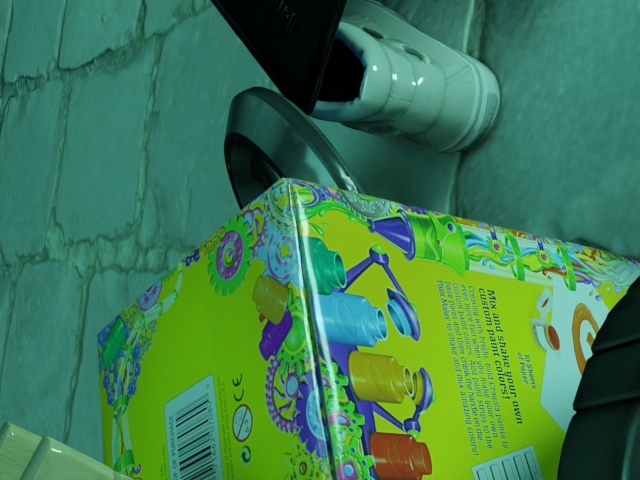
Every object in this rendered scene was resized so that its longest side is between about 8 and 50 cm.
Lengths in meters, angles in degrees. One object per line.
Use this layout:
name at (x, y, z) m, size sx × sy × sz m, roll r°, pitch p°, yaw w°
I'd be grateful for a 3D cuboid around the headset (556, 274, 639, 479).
headset at (0.233, 0.025, 0.315) m, size 0.394 × 0.243 × 0.185 m, roll -63°, pitch 4°, yaw -18°

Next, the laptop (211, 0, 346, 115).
laptop at (0.063, -0.356, 0.732) m, size 0.407 × 0.236 × 0.382 m, roll -28°, pitch 45°, yaw -6°

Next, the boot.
boot at (0.010, -0.139, 0.766) m, size 0.258 × 0.123 × 0.095 m, roll 33°, pitch 108°, yaw 53°

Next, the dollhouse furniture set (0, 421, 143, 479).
dollhouse furniture set at (-0.041, 0.199, 0.296) m, size 0.212 × 0.161 × 0.242 m, roll -2°, pitch 58°, yaw 54°

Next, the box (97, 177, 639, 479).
box at (0.066, 0.159, 0.476) m, size 0.177 × 0.279 × 0.290 m, roll -36°, pitch 53°, yaw 44°

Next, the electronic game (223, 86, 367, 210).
electronic game at (0.000, 0.000, 0.714) m, size 0.229 × 0.048 × 0.229 m, roll 54°, pitch 163°, yaw 24°
